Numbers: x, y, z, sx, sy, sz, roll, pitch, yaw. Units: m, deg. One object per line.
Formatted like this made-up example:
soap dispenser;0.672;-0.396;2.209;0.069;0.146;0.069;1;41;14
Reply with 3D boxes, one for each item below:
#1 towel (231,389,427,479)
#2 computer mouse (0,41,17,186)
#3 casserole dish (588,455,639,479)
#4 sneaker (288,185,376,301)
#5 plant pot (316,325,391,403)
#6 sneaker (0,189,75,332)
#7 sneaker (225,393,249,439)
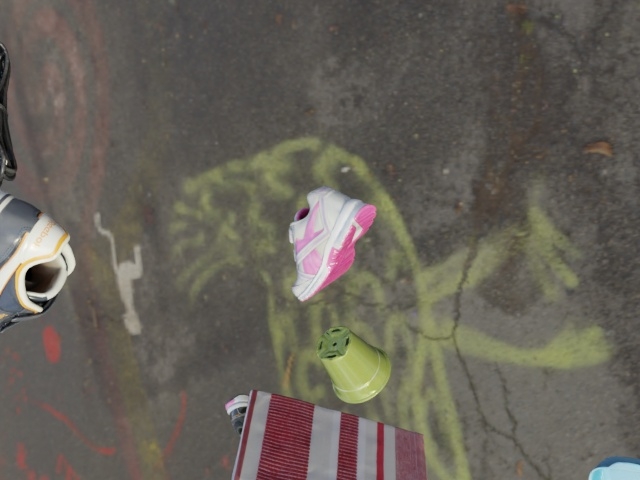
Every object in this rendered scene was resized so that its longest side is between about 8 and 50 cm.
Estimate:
towel;0.023;0.374;1.441;0.237;0.329;0.037;-83;11;-61
computer mouse;-0.337;-0.171;0.702;0.060;0.262;0.184;-27;56;16
casserole dish;0.400;0.333;1.064;0.114;0.037;0.188;-1;122;35
sneaker;0.000;0.000;1.462;0.111;0.103;0.252;41;132;15
plant pot;0.034;0.148;1.078;0.083;0.079;0.083;-20;43;20
sneaker;-0.429;0.066;1.206;0.321;0.127;0.126;-57;9;52
sneaker;-0.120;0.367;1.626;0.072;0.178;0.077;-32;42;17
